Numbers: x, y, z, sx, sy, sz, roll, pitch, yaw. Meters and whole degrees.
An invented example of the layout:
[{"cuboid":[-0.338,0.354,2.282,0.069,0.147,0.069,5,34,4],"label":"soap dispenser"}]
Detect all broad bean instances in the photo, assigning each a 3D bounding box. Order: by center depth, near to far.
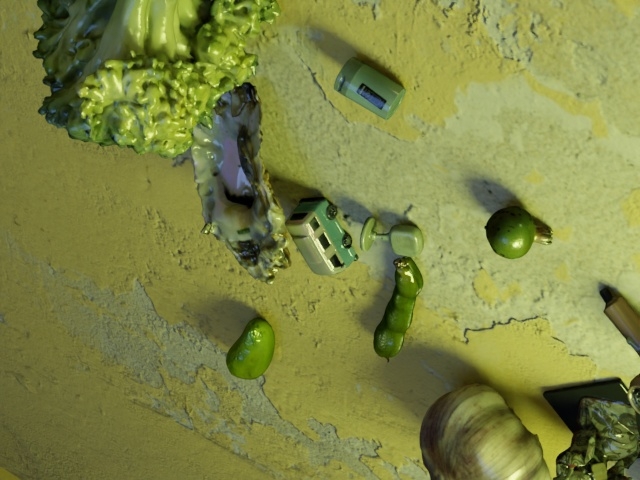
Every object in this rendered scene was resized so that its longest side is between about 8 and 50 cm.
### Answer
[{"cuboid":[0.123,0.109,1.831,0.256,0.052,0.052,99,154,-51],"label":"broad bean"}]

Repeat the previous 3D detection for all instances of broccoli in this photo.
[{"cuboid":[-0.240,-0.279,1.499,0.293,0.348,0.281,32,135,3],"label":"broccoli"}]

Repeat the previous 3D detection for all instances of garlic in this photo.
[{"cuboid":[0.227,0.376,1.832,0.245,0.253,0.245,47,169,12],"label":"garlic"}]

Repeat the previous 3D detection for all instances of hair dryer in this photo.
[{"cuboid":[0.426,0.140,1.543,0.182,0.117,0.064,53,150,17],"label":"hair dryer"}]

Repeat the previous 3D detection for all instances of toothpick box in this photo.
[{"cuboid":[0.066,-0.202,1.540,0.083,0.052,0.052,32,145,10],"label":"toothpick box"}]

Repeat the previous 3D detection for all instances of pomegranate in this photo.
[{"cuboid":[0.264,-0.014,1.552,0.084,0.073,0.073,-21,118,13],"label":"pomegranate"}]

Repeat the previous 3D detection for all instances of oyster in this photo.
[{"cuboid":[-0.121,-0.106,1.777,0.201,0.107,0.355,4,108,44],"label":"oyster"}]

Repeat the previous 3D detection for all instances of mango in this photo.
[{"cuboid":[-0.125,0.204,2.139,0.074,0.091,0.165,44,148,15],"label":"mango"}]

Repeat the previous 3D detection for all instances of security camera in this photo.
[{"cuboid":[0.110,-0.003,1.729,0.092,0.058,0.058,11,137,19],"label":"security camera"}]

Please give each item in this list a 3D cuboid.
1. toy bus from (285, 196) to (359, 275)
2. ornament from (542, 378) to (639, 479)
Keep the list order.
[{"cuboid":[0.000,0.000,1.805,0.060,0.075,0.123,-2,127,45],"label":"toy bus"},{"cuboid":[0.389,0.338,1.701,0.166,0.196,0.153,50,145,-15],"label":"ornament"}]
